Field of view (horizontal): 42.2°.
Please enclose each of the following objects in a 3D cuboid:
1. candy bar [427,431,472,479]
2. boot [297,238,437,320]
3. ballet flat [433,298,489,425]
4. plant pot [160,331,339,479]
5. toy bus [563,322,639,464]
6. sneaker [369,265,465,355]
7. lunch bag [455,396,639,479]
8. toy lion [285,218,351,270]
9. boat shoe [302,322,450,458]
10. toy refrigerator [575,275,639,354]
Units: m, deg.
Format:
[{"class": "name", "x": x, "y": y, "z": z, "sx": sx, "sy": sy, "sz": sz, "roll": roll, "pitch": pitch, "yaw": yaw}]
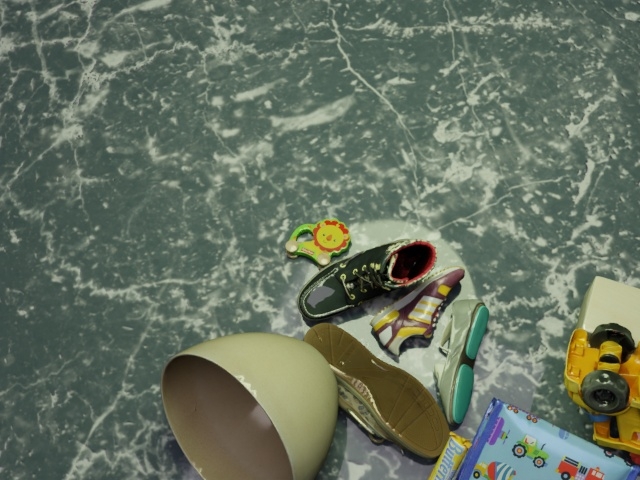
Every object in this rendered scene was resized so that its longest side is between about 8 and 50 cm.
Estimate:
[{"class": "candy bar", "x": 0.187, "y": 0.362, "z": 1.279, "sx": 0.040, "sy": 0.018, "sz": 0.161, "roll": 29, "pitch": 112, "yaw": 18}, {"class": "boot", "x": 0.075, "y": 0.060, "z": 1.353, "sx": 0.236, "sy": 0.178, "sz": 0.085, "roll": -26, "pitch": 90, "yaw": -6}, {"class": "ballet flat", "x": 0.222, "y": 0.197, "z": 1.362, "sx": 0.068, "sy": 0.072, "sz": 0.213, "roll": 3, "pitch": 66, "yaw": 36}, {"class": "plant pot", "x": -0.081, "y": 0.254, "z": 1.279, "sx": 0.284, "sy": 0.284, "sz": 0.191, "roll": 43, "pitch": 47, "yaw": 18}, {"class": "toy bus", "x": 0.471, "y": 0.251, "z": 1.242, "sx": 0.220, "sy": 0.211, "sz": 0.149, "roll": 11, "pitch": 37, "yaw": 18}, {"class": "sneaker", "x": 0.177, "y": 0.118, "z": 1.392, "sx": 0.185, "sy": 0.069, "sz": 0.084, "roll": -35, "pitch": 79, "yaw": -1}, {"class": "lunch bag", "x": 0.302, "y": 0.416, "z": 1.241, "sx": 0.221, "sy": 0.138, "sz": 0.293, "roll": 25, "pitch": 84, "yaw": 12}, {"class": "toy lion", "x": 0.000, "y": 0.000, "z": 1.470, "sx": 0.100, "sy": 0.034, "sz": 0.096, "roll": 22, "pitch": 66, "yaw": 13}, {"class": "boat shoe", "x": 0.085, "y": 0.250, "z": 1.346, "sx": 0.285, "sy": 0.089, "sz": 0.104, "roll": 41, "pitch": 52, "yaw": 15}, {"class": "toy refrigerator", "x": 0.551, "y": 0.158, "z": 1.322, "sx": 0.269, "sy": 0.094, "sz": 0.102, "roll": 18, "pitch": 65, "yaw": 11}]
